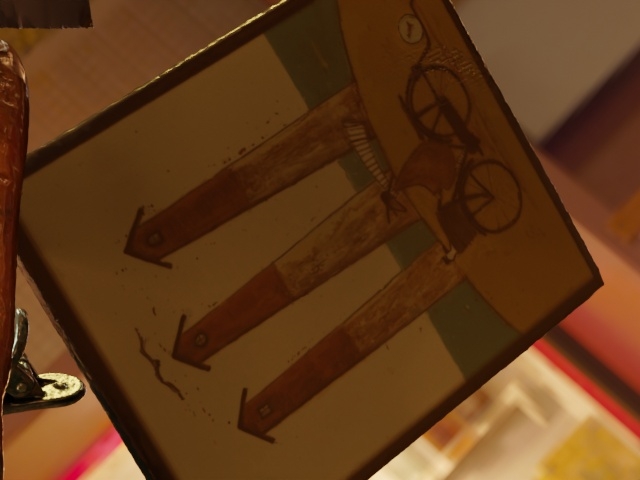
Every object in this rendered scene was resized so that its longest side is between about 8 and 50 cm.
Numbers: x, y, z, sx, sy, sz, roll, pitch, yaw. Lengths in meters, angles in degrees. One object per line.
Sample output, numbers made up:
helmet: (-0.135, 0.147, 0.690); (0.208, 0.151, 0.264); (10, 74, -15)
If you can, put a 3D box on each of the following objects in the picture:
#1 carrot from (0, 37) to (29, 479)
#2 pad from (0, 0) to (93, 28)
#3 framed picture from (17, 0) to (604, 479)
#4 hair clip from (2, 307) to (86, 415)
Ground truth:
carrot: (-0.157, 0.017, 0.843); (0.059, 0.248, 0.059); (-3, -23, -1)
pad: (-0.232, -0.313, 1.213); (0.007, 0.367, 0.247); (-9, 2, 23)
framed picture: (0.000, 0.000, 1.046); (0.324, 0.244, 0.013); (-36, 10, -34)
hair clip: (-0.257, 0.127, 1.171); (0.229, 0.039, 0.070); (-32, -60, 3)
